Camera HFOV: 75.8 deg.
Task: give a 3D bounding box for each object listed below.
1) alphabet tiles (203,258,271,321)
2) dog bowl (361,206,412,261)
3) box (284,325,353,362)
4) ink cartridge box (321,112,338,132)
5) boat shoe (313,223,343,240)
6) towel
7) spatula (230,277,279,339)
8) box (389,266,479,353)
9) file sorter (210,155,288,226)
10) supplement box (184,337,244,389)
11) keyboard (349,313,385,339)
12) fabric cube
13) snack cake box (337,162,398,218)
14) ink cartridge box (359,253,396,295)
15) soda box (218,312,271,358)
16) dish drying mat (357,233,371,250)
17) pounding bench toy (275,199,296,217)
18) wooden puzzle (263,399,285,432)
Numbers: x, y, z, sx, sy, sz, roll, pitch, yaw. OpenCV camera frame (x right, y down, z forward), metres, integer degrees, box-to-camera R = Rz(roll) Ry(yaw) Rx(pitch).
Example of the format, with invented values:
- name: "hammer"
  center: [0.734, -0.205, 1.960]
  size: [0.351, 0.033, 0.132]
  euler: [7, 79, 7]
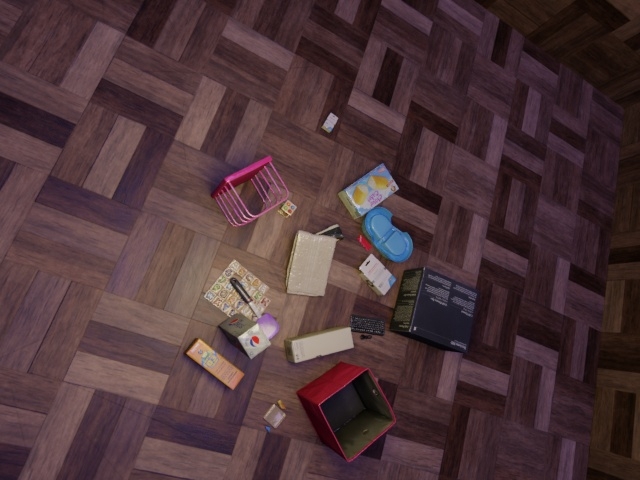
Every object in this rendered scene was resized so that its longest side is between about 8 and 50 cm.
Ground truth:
- name: "alphabet tiles"
  center: [-0.331, 0.227, 1.713]
  size: [0.237, 0.009, 0.198]
  euler: [41, 68, -11]
- name: "dog bowl"
  center: [0.316, -0.022, 1.994]
  size: [0.297, 0.074, 0.166]
  euler: [49, 67, -8]
- name: "box"
  center: [-0.006, 0.441, 1.759]
  size: [0.275, 0.113, 0.094]
  euler: [-7, 85, -23]
- name: "ink cartridge box"
  center: [0.046, -0.571, 1.996]
  size: [0.048, 0.028, 0.083]
  euler: [33, 70, -15]
- name: "boat shoe"
  center: [0.000, 0.000, 1.850]
  size: [0.233, 0.084, 0.079]
  euler: [-22, 86, -27]
- name: "towel"
  center: [-0.043, 0.105, 1.793]
  size: [0.187, 0.049, 0.282]
  euler: [10, 98, -22]
- name: "spatula"
  center: [-0.279, 0.274, 1.705]
  size: [0.084, 0.030, 0.296]
  euler: [-37, 96, -25]
- name: "box"
  center: [0.546, 0.336, 1.973]
  size: [0.343, 0.179, 0.312]
  euler: [24, 72, -17]
- name: "file sorter"
  center: [-0.282, -0.180, 1.651]
  size: [0.202, 0.291, 0.182]
  euler: [-33, 98, -24]
- name: "supplement box"
  center: [-0.413, 0.478, 1.598]
  size: [0.233, 0.080, 0.078]
  euler: [41, 66, -10]
- name: "keyboard"
  center: [0.218, 0.408, 1.907]
  size: [0.180, 0.023, 0.108]
  euler: [12, 77, -20]
- name: "fabric cube"
  center: [0.099, 0.680, 1.682]
  size: [0.259, 0.258, 0.254]
  euler: [-28, 92, -24]
- name: "snack cake box"
  center: [0.232, -0.237, 1.986]
  size: [0.264, 0.089, 0.152]
  euler: [-36, 95, -24]
- name: "ink cartridge box"
  center: [0.258, 0.161, 1.944]
  size: [0.180, 0.060, 0.104]
  euler: [47, 68, -10]
- name: "soda box"
  center: [-0.291, 0.354, 1.551]
  size: [0.091, 0.286, 0.098]
  euler: [-34, 103, -24]
- name: "dish drying mat"
  center: [0.212, 0.011, 1.979]
  size: [0.083, 0.008, 0.032]
  euler: [48, 66, -9]
- name: "pounding bench toy"
  center: [-0.158, -0.149, 1.818]
  size: [0.083, 0.065, 0.052]
  euler: [39, 69, -12]
- name: "wooden puzzle"
  center: [-0.188, 0.719, 1.688]
  size: [0.116, 0.014, 0.078]
  euler: [-41, 93, -24]
